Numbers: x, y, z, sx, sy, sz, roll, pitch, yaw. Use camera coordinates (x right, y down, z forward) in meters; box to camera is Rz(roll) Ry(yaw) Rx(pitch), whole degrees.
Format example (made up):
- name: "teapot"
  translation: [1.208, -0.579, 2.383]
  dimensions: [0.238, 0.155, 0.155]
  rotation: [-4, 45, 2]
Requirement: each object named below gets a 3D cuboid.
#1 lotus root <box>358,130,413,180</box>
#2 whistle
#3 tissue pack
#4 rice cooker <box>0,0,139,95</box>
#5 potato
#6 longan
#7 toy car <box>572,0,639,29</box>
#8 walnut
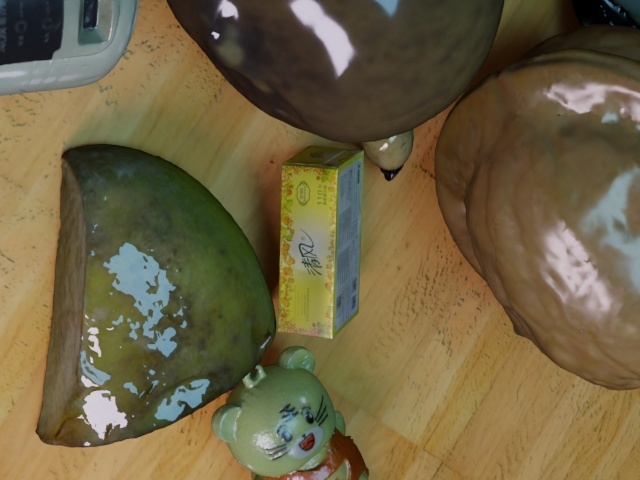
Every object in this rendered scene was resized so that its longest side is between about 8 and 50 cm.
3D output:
- name: "lotus root"
  translation: [0.058, -0.129, 1.691]
  dimensions: [0.063, 0.072, 0.152]
  rotation: [-12, 126, 17]
- name: "whistle"
  translation: [-0.017, 0.233, 1.729]
  dimensions: [0.131, 0.106, 0.288]
  rotation: [-41, 122, -23]
- name: "tissue pack"
  translation: [0.000, 0.000, 1.674]
  dimensions: [0.095, 0.062, 0.176]
  rotation: [-39, 132, -66]
- name: "rice cooker"
  translation: [-0.279, -0.222, 1.366]
  dimensions: [0.244, 0.226, 0.226]
  rotation: [-7, 107, -29]
- name: "potato"
  translation: [-0.175, 0.036, 1.576]
  dimensions: [0.269, 0.112, 0.255]
  rotation: [-30, 117, -23]
- name: "longan"
  translation: [0.012, -0.240, 1.494]
  dimensions: [0.319, 0.319, 0.319]
  rotation: [-9, 109, -29]
- name: "toy car"
  translation: [0.406, -0.282, 1.799]
  dimensions: [0.255, 0.188, 0.190]
  rotation: [30, 65, -26]
- name: "walnut"
  translation: [0.309, -0.039, 1.734]
  dimensions: [0.383, 0.383, 0.384]
  rotation: [-9, 109, -29]
